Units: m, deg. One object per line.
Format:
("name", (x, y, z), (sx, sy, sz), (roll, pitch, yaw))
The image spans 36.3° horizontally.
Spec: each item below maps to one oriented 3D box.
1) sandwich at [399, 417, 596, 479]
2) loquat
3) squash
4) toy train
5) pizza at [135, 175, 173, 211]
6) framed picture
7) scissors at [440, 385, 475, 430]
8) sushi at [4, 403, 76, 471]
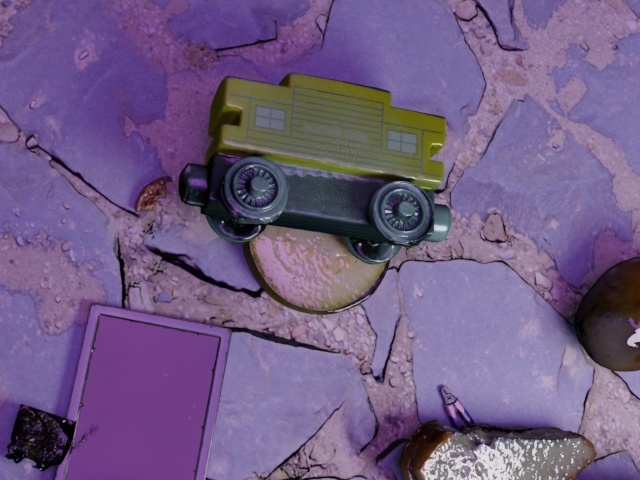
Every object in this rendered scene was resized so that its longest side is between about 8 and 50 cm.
("sandwich", (0.288, 0.364, 1.607), (0.288, 0.099, 0.254), (-42, 99, -17))
("loquat", (0.545, 0.130, 1.689), (0.227, 0.179, 0.179), (-41, 92, -15))
("squash", (0.000, 0.000, 1.635), (0.252, 0.049, 0.252), (3, 80, -17))
("toy train", (0.003, -0.119, 1.545), (0.442, 0.179, 0.272), (8, 72, -15))
("pizza", (-0.271, -0.075, 1.588), (0.037, 0.016, 0.083), (46, 71, -10))
("framed picture", (-0.276, 0.262, 1.529), (0.232, 0.019, 0.296), (13, 77, -13))
("scissors", (0.236, 0.299, 1.660), (0.039, 0.012, 0.113), (-28, 89, -17))
("sushi", (-0.417, 0.298, 1.456), (0.083, 0.056, 0.084), (17, 77, 2))
